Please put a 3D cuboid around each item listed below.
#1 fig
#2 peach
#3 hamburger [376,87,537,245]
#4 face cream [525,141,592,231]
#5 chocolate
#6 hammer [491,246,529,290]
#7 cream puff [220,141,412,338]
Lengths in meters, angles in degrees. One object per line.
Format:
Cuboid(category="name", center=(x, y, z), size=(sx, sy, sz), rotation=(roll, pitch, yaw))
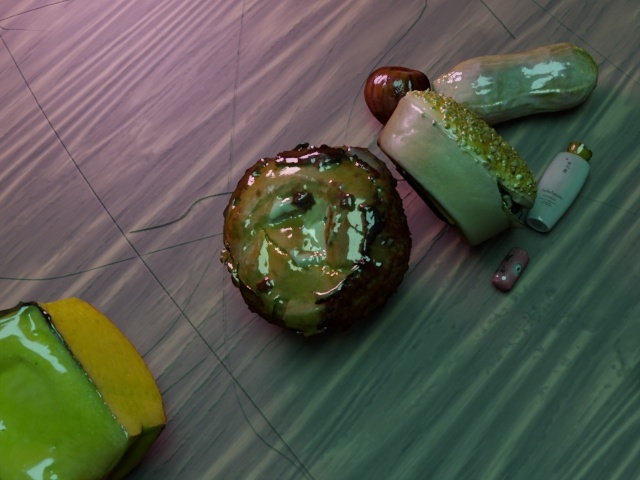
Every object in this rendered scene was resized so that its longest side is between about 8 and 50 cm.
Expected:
Cuboid(category="fig", center=(0.149, -0.259, 2.019), size=(0.128, 0.128, 0.150), rotation=(-23, 82, -7))
Cuboid(category="peach", center=(-0.453, 0.252, 1.731), size=(0.306, 0.242, 0.380), rotation=(-45, 80, 5))
Cuboid(category="hamburger", center=(0.234, -0.132, 1.852), size=(0.170, 0.302, 0.302), rotation=(-43, 66, 3))
Cuboid(category="face cream", center=(0.428, -0.097, 1.944), size=(0.072, 0.051, 0.182), rotation=(26, 66, 21))
Cuboid(category="chocolate", center=(0.362, -0.285, 2.007), size=(0.309, 0.134, 0.134), rotation=(-8, 62, -1))
Cuboid(category="hammer", center=(0.330, 0.049, 1.881), size=(0.043, 0.043, 0.083), rotation=(30, 67, 18))
Cuboid(category="cream puff", center=(0.004, -0.004, 1.831), size=(0.350, 0.229, 0.350), rotation=(-6, 75, 23))
